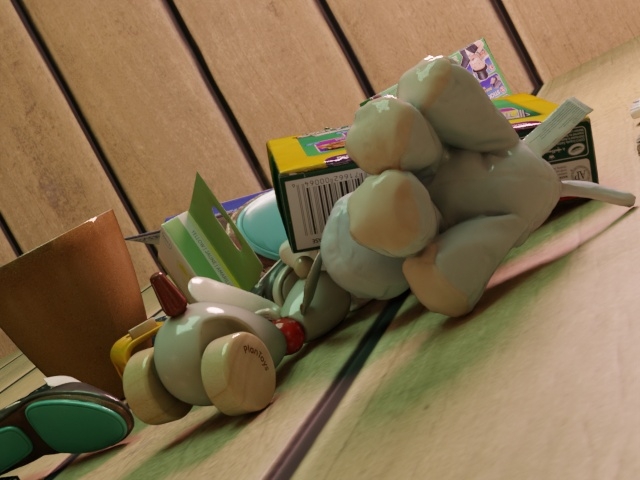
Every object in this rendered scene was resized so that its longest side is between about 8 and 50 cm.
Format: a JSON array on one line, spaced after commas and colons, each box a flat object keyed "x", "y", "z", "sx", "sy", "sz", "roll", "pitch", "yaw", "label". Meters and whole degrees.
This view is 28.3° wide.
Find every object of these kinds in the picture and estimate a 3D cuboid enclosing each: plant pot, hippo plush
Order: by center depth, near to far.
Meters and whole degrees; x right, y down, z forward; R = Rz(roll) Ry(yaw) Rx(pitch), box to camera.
[{"x": 0.106, "y": -0.056, "z": 1.305, "sx": 0.294, "sy": 0.234, "sz": 0.236, "roll": -31, "pitch": 7, "yaw": -28, "label": "hippo plush"}, {"x": -0.352, "y": 0.117, "z": 1.879, "sx": 0.237, "sy": 0.254, "sz": 0.237, "roll": -29, "pitch": 5, "yaw": 3, "label": "plant pot"}]

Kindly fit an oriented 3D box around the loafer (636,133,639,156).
[{"x": 0.418, "y": -0.140, "z": 1.575, "sx": 0.045, "sy": 0.039, "sz": 0.125, "roll": -23, "pitch": 7, "yaw": 40, "label": "loafer"}]

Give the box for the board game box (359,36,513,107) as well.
[{"x": 0.247, "y": -0.237, "z": 2.452, "sx": 0.317, "sy": 0.213, "sz": 0.046, "roll": -31, "pitch": 6, "yaw": -31, "label": "board game box"}]

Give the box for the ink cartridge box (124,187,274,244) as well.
[{"x": -0.120, "y": -0.026, "z": 2.132, "sx": 0.307, "sy": 0.072, "sz": 0.304, "roll": 14, "pitch": -17, "yaw": -39, "label": "ink cartridge box"}]

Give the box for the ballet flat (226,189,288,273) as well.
[{"x": 0.050, "y": -0.029, "z": 1.966, "sx": 0.483, "sy": 0.164, "sz": 0.182, "roll": -25, "pitch": -19, "yaw": -31, "label": "ballet flat"}]

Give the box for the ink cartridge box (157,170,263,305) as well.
[{"x": -0.158, "y": 0.031, "z": 1.774, "sx": 0.056, "sy": 0.171, "sz": 0.235, "roll": -30, "pitch": -17, "yaw": -20, "label": "ink cartridge box"}]

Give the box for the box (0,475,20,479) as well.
[{"x": -0.408, "y": 0.315, "z": 1.537, "sx": 0.083, "sy": 0.018, "sz": 0.067, "roll": -31, "pitch": 6, "yaw": -32, "label": "box"}]

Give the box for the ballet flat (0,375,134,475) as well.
[{"x": -0.337, "y": 0.215, "z": 1.540, "sx": 0.281, "sy": 0.095, "sz": 0.096, "roll": -18, "pitch": 29, "yaw": 24, "label": "ballet flat"}]

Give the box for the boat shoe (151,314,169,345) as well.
[{"x": -0.240, "y": 0.148, "z": 2.037, "sx": 0.183, "sy": 0.065, "sz": 0.083, "roll": -27, "pitch": 4, "yaw": 5, "label": "boat shoe"}]

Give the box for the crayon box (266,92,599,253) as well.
[{"x": 0.123, "y": -0.092, "z": 1.579, "sx": 0.363, "sy": 0.106, "sz": 0.313, "roll": -10, "pitch": 11, "yaw": -3, "label": "crayon box"}]

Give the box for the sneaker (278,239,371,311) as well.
[{"x": 0.004, "y": 0.040, "z": 1.576, "sx": 0.152, "sy": 0.053, "sz": 0.061, "roll": 22, "pitch": 48, "yaw": 29, "label": "sneaker"}]

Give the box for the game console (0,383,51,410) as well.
[{"x": -0.483, "y": 0.296, "z": 2.153, "sx": 0.122, "sy": 0.071, "sz": 0.107, "roll": -31, "pitch": 36, "yaw": -24, "label": "game console"}]

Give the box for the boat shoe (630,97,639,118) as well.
[{"x": 0.519, "y": -0.238, "z": 1.867, "sx": 0.184, "sy": 0.063, "sz": 0.066, "roll": -30, "pitch": 5, "yaw": -19, "label": "boat shoe"}]

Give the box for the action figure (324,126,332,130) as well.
[{"x": 0.052, "y": -0.100, "z": 2.126, "sx": 0.232, "sy": 0.137, "sz": 0.063, "roll": 108, "pitch": 175, "yaw": -58, "label": "action figure"}]

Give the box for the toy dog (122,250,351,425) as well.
[{"x": -0.093, "y": 0.077, "z": 1.382, "sx": 0.220, "sy": 0.160, "sz": 0.333, "roll": -17, "pitch": 9, "yaw": 13, "label": "toy dog"}]

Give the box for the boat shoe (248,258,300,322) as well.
[{"x": 0.018, "y": 0.016, "z": 1.742, "sx": 0.096, "sy": 0.112, "sz": 0.335, "roll": -16, "pitch": 16, "yaw": 46, "label": "boat shoe"}]

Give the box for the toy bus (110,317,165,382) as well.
[{"x": -0.204, "y": 0.151, "z": 1.607, "sx": 0.202, "sy": 0.104, "sz": 0.191, "roll": -26, "pitch": 6, "yaw": 26, "label": "toy bus"}]

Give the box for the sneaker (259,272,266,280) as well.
[{"x": -0.131, "y": 0.076, "z": 2.120, "sx": 0.126, "sy": 0.091, "sz": 0.240, "roll": -39, "pitch": -5, "yaw": -11, "label": "sneaker"}]
